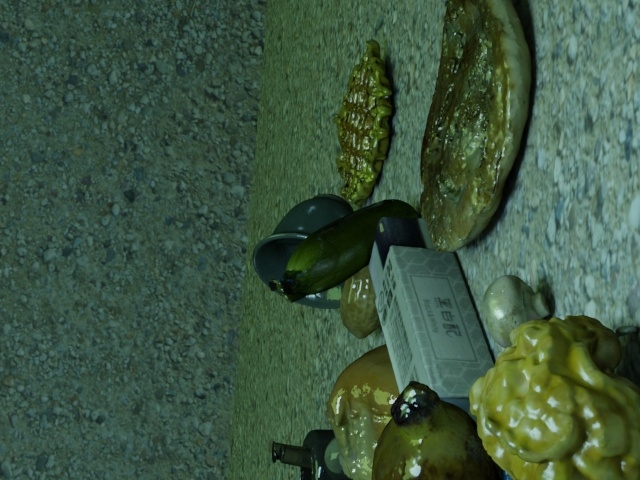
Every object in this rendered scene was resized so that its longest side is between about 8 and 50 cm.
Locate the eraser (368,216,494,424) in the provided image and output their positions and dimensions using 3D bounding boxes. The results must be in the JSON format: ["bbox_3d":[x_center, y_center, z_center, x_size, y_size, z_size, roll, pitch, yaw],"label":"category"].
[{"bbox_3d":[0.139,0.112,1.756,0.404,0.096,0.098,-101,19,-57],"label":"eraser"}]

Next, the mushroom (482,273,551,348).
[{"bbox_3d":[0.211,0.076,1.490,0.083,0.067,0.083,51,-154,-37],"label":"mushroom"}]

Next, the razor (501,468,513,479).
[{"bbox_3d":[0.210,0.260,1.462,0.082,0.042,0.253,134,140,-70],"label":"razor"}]

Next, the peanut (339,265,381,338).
[{"bbox_3d":[0.072,0.062,2.150,0.089,0.089,0.193,-119,38,-71],"label":"peanut"}]

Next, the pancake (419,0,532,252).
[{"bbox_3d":[0.187,-0.154,1.760,0.356,0.065,0.356,-172,90,-80],"label":"pancake"}]

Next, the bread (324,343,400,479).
[{"bbox_3d":[0.075,0.239,1.856,0.251,0.133,0.174,-138,38,-75],"label":"bread"}]

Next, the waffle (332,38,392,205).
[{"bbox_3d":[0.074,-0.197,2.360,0.245,0.052,0.254,111,160,-47],"label":"waffle"}]

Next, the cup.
[{"bbox_3d":[0.000,0.000,2.367,0.199,0.199,0.150,113,178,-55],"label":"cup"}]

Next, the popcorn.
[{"bbox_3d":[0.207,0.157,1.232,0.163,0.140,0.194,-39,43,30],"label":"popcorn"}]

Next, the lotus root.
[{"bbox_3d":[0.131,0.277,1.516,0.169,0.141,0.314,-114,13,-51],"label":"lotus root"}]

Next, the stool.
[{"bbox_3d":[-0.001,0.359,2.193,0.153,0.139,0.228,-98,16,-47],"label":"stool"}]

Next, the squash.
[{"bbox_3d":[0.031,0.014,1.943,0.331,0.087,0.087,-31,-37,-49],"label":"squash"}]
